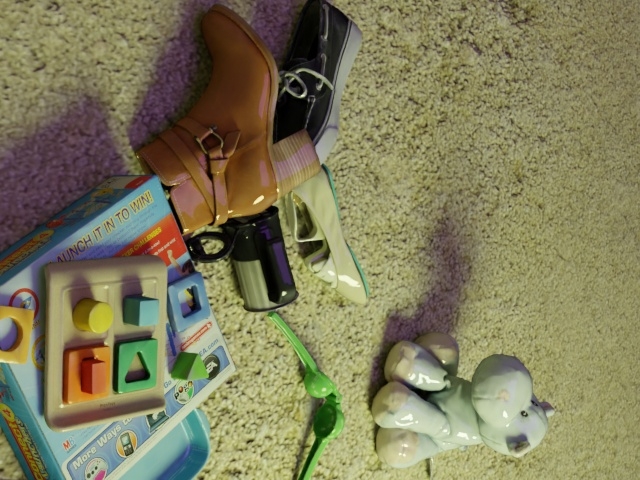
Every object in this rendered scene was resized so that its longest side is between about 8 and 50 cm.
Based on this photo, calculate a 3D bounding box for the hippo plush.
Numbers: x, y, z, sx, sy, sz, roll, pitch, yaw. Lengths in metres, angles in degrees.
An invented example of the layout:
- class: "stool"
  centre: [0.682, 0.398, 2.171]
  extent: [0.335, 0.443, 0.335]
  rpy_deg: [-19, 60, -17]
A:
- class: "hippo plush"
  centre: [0.240, 0.298, 2.034]
  extent: [0.234, 0.236, 0.294]
  rpy_deg: [-37, 119, -42]

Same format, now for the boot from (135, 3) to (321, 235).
- class: "boot"
  centre: [-0.154, -0.160, 1.672]
  extent: [0.220, 0.109, 0.283]
  rpy_deg: [-26, 93, -18]

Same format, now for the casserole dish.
- class: "casserole dish"
  centre: [-0.221, 0.291, 1.651]
  extent: [0.188, 0.037, 0.114]
  rpy_deg: [-42, 122, -41]

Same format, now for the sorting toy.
- class: "sorting toy"
  centre: [-0.245, 0.119, 1.472]
  extent: [0.347, 0.047, 0.196]
  rpy_deg: [-5, 96, -49]

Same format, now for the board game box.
- class: "board game box"
  centre: [-0.275, 0.120, 1.541]
  extent: [0.308, 0.086, 0.302]
  rpy_deg: [-41, 121, -40]

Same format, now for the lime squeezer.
- class: "lime squeezer"
  centre: [-0.019, 0.246, 1.885]
  extent: [0.110, 0.059, 0.310]
  rpy_deg: [-10, 102, -18]

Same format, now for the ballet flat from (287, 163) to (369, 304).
- class: "ballet flat"
  centre: [0.000, 0.000, 1.875]
  extent: [0.086, 0.086, 0.248]
  rpy_deg: [-39, 118, -41]

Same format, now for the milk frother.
- class: "milk frother"
  centre: [-0.111, 0.038, 1.737]
  extent: [0.143, 0.129, 0.135]
  rpy_deg: [-15, 107, -4]

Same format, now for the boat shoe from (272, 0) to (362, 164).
- class: "boat shoe"
  centre: [-0.025, -0.222, 1.800]
  extent: [0.105, 0.113, 0.306]
  rpy_deg: [39, 60, -36]
